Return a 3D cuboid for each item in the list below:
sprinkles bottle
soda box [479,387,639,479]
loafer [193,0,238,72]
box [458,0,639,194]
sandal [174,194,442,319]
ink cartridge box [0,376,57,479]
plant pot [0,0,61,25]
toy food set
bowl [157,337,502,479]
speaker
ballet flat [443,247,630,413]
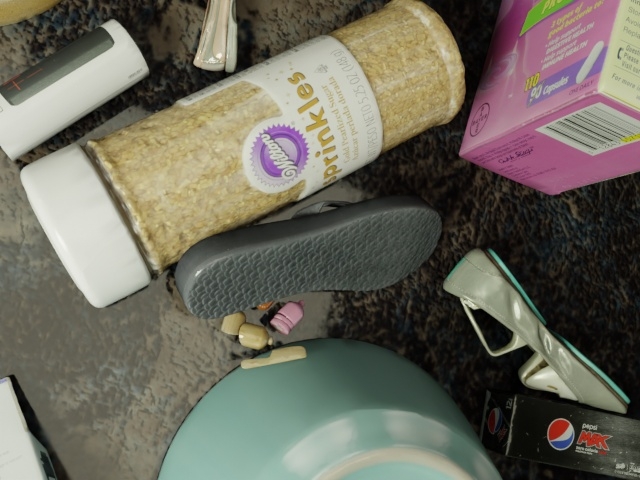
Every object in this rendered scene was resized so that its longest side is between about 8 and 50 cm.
[{"bbox_3d":[-0.052,-0.081,0.561,0.355,0.121,0.121,-30,93,-16],"label":"sprinkles bottle"},{"bbox_3d":[0.240,0.186,0.650,0.168,0.053,0.060,15,81,-14],"label":"soda box"},{"bbox_3d":[-0.093,-0.213,0.603,0.039,0.045,0.125,0,87,-9],"label":"loafer"},{"bbox_3d":[0.251,-0.187,0.605,0.117,0.213,0.243,21,80,-13],"label":"box"},{"bbox_3d":[0.000,-0.001,0.573,0.254,0.097,0.054,-8,45,-31],"label":"sandal"},{"bbox_3d":[-0.288,0.237,0.490,0.206,0.045,0.208,-23,69,-17],"label":"ink cartridge box"},{"bbox_3d":[-0.298,-0.295,0.559,0.236,0.032,0.237,2,84,-15],"label":"plant pot"},{"bbox_3d":[-0.053,0.050,0.591,0.077,0.019,0.122,-8,67,-16],"label":"toy food set"},{"bbox_3d":[0.030,0.236,0.532,0.311,0.163,0.312,2,84,-16],"label":"bowl"},{"bbox_3d":[-0.211,-0.123,0.555,0.136,0.055,0.055,-37,95,-15],"label":"speaker"},{"bbox_3d":[0.200,0.099,0.647,0.068,0.072,0.213,-43,94,5],"label":"ballet flat"}]
